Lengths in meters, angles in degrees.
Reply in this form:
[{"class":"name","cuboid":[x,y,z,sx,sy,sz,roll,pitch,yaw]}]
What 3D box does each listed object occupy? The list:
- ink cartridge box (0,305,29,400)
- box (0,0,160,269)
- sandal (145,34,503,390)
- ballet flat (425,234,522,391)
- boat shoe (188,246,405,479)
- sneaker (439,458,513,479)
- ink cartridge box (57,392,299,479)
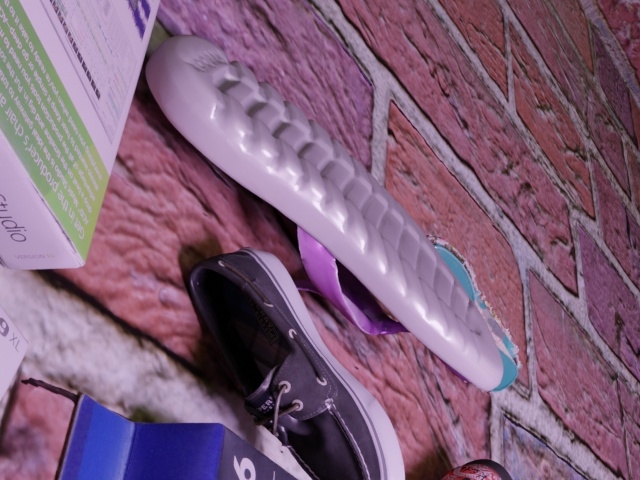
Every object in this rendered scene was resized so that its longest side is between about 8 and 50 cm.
[{"class":"ink cartridge box","cuboid":[-0.199,0.048,0.445,0.209,0.062,0.109,-78,149,-52]},{"class":"box","cuboid":[-0.171,-0.176,0.591,0.232,0.059,0.321,73,17,-50]},{"class":"sandal","cuboid":[0.001,-0.007,0.845,0.416,0.102,0.169,44,22,-20]},{"class":"ballet flat","cuboid":[0.140,0.076,1.071,0.241,0.091,0.077,57,1,-33]},{"class":"boat shoe","cuboid":[-0.026,0.100,0.703,0.076,0.080,0.228,-2,56,-50]},{"class":"sneaker","cuboid":[0.160,0.348,0.918,0.145,0.090,0.270,-2,72,-60]},{"class":"ink cartridge box","cuboid":[-0.042,0.239,0.649,0.333,0.065,0.165,44,39,-40]}]
